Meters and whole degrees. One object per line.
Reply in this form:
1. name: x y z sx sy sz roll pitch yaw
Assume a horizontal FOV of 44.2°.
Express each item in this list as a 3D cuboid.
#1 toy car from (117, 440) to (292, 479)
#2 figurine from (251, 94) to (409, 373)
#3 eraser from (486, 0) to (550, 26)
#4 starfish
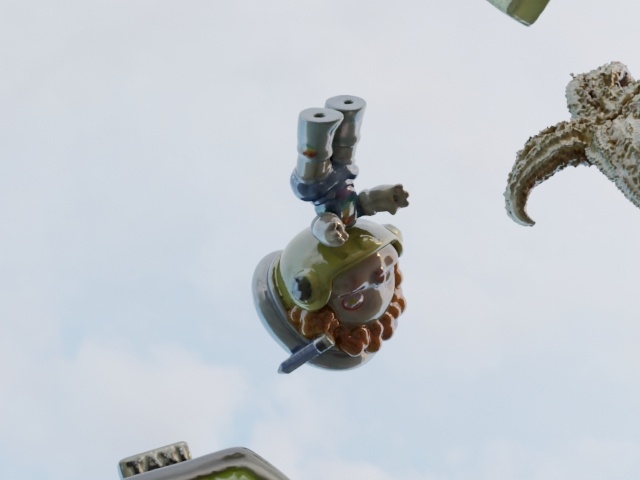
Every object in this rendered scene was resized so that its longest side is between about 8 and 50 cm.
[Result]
1. toy car: -0.065 0.217 0.474 0.248 0.198 0.204 -9 -27 -29
2. figurine: 0.020 -0.014 1.085 0.225 0.205 0.381 -17 -59 -49
3. eraser: 0.270 -0.373 0.997 0.058 0.117 0.172 13 -59 -38
4. starfish: 0.250 -0.090 0.642 0.238 0.216 0.071 -32 -67 5
